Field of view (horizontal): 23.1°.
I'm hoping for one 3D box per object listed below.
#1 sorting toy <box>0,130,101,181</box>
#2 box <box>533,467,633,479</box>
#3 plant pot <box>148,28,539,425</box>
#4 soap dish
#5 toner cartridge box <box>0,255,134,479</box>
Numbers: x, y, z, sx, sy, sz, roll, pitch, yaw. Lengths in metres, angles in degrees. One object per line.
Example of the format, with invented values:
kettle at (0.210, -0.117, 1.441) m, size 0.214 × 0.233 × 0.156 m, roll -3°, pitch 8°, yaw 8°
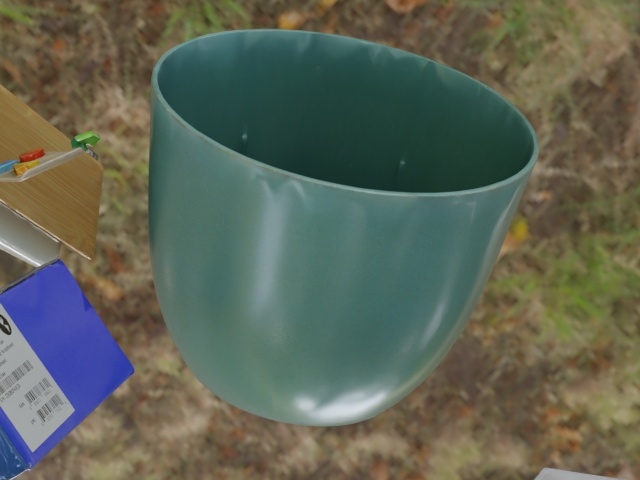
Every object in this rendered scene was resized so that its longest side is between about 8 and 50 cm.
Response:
sorting toy at (-0.197, -0.059, 1.107) m, size 0.083 × 0.062 × 0.012 m, roll -30°, pitch 109°, yaw -42°
box at (0.190, 0.245, 0.852) m, size 0.262 × 0.231 × 0.127 m, roll -30°, pitch 121°, yaw -59°
plant pot at (0.000, 0.000, 1.217) m, size 0.293 × 0.293 × 0.235 m, roll -11°, pitch 125°, yaw -37°
soap dish at (-0.333, -0.095, 1.344) m, size 0.118 × 0.229 × 0.291 m, roll -61°, pitch 153°, yaw -7°
toner cartridge box at (-0.267, 0.138, 0.752) m, size 0.347 × 0.075 × 0.165 m, roll -31°, pitch -178°, yaw 12°
